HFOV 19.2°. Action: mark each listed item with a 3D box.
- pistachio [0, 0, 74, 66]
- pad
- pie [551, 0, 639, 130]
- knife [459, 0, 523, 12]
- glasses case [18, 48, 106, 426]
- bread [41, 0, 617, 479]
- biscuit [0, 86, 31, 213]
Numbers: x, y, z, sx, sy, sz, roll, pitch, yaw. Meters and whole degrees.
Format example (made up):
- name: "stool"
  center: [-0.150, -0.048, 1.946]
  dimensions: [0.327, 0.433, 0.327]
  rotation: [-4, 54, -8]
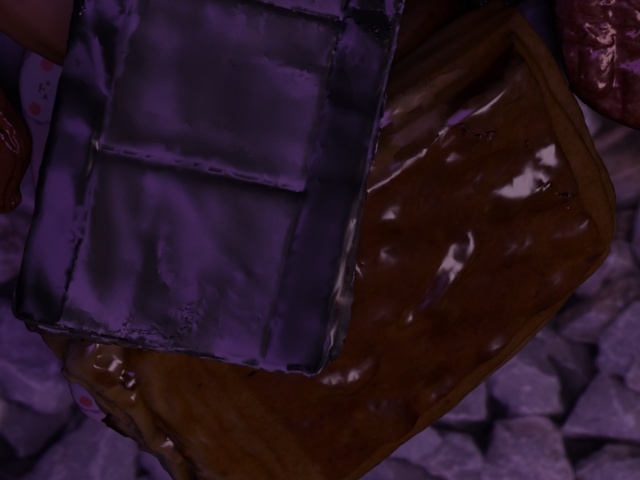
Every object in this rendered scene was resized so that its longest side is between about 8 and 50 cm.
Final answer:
- name: "pistachio"
  center: [-0.119, -0.238, 1.001]
  dimensions: [0.230, 0.230, 0.309]
  rotation: [-18, 114, 6]
- name: "pad"
  center: [-0.053, -0.055, 0.951]
  dimensions: [0.174, 0.022, 0.233]
  rotation: [9, 95, -15]
- name: "pie"
  center: [0.229, -0.146, 1.160]
  dimensions: [0.182, 0.049, 0.182]
  rotation: [-7, 125, -11]
- name: "knife"
  center: [0.155, -0.174, 1.168]
  dimensions: [0.222, 0.021, 0.045]
  rotation: [-37, 113, 10]
- name: "glasses case"
  center: [-0.120, -0.010, 1.205]
  dimensions: [0.113, 0.075, 0.296]
  rotation: [-7, 118, -3]
- name: "bread"
  center: [0.000, 0.000, 1.118]
  dimensions: [0.324, 0.167, 0.277]
  rotation: [-38, 142, -3]
- name: "biscuit"
  center: [-0.225, -0.075, 1.162]
  dimensions: [0.102, 0.019, 0.130]
  rotation: [-10, 110, 45]
